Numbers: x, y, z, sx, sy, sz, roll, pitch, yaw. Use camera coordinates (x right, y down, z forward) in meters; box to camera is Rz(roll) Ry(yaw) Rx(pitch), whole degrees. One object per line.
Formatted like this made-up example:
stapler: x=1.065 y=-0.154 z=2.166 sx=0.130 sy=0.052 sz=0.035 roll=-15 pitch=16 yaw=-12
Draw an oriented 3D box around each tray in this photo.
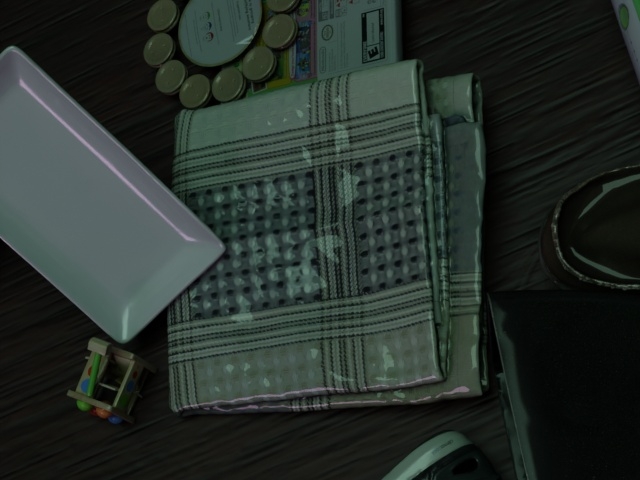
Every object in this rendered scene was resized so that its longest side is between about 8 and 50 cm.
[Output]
tray: x=-0.229 y=-0.040 z=1.368 sx=0.145 sy=0.030 sz=0.270 roll=-43 pitch=105 yaw=11

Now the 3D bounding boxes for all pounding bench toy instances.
pounding bench toy: x=-0.203 y=0.131 z=1.390 sx=0.052 sy=0.083 sz=0.065 roll=17 pitch=77 yaw=25

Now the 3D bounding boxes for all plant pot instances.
plant pot: x=0.232 y=0.140 z=1.176 sx=0.167 sy=0.187 sz=0.188 roll=-12 pitch=66 yaw=2

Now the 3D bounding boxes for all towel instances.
towel: x=0.000 y=0.000 z=1.360 sx=0.324 sy=0.056 sz=0.312 roll=-7 pitch=71 yaw=23

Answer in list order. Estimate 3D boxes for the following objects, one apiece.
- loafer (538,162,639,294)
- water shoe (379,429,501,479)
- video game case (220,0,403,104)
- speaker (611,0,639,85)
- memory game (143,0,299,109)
loafer: x=0.353 y=-0.028 z=1.210 sx=0.366 sy=0.130 sz=0.133 roll=-7 pitch=68 yaw=18
water shoe: x=0.064 y=0.249 z=1.251 sx=0.203 sy=0.073 sz=0.080 roll=-45 pitch=64 yaw=1
video game case: x=-0.010 y=-0.239 z=1.476 sx=0.193 sy=0.023 sz=0.212 roll=-10 pitch=68 yaw=25
speaker: x=0.315 y=-0.235 z=1.305 sx=0.131 sy=0.131 sz=0.296 roll=-19 pitch=65 yaw=14
memory game: x=-0.100 y=-0.219 z=1.495 sx=0.186 sy=0.012 sz=0.186 roll=-11 pitch=67 yaw=26
